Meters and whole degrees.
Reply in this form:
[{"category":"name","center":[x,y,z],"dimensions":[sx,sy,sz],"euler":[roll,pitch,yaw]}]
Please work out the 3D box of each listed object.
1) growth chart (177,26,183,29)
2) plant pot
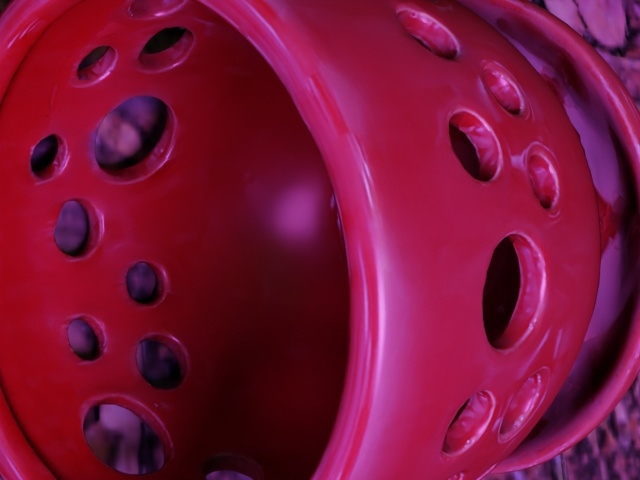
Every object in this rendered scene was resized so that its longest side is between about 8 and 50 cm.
[{"category":"growth chart","center":[-0.015,-0.177,0.680],"dimensions":[0.237,0.021,0.172],"euler":[-37,104,-38]},{"category":"plant pot","center":[0.000,0.000,0.550],"dimensions":[0.174,0.191,0.191],"euler":[-12,88,-48]}]
